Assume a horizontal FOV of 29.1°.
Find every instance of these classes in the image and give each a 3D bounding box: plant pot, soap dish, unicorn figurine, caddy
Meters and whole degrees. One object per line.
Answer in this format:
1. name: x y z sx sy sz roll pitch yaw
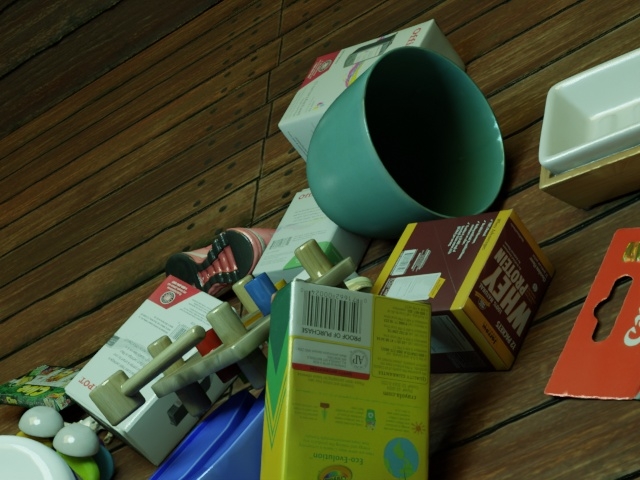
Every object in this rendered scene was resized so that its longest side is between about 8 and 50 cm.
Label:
1. plant pot: 0.115 -0.135 2.015 0.235 0.293 0.293 -28 27 49
2. soap dish: 0.471 -0.177 1.813 0.291 0.118 0.229 -20 33 30
3. unicorn figurine: -0.423 0.338 2.188 0.162 0.060 0.111 -20 29 0
4. caddy: -0.095 0.334 1.661 0.241 0.179 0.341 -29 13 46

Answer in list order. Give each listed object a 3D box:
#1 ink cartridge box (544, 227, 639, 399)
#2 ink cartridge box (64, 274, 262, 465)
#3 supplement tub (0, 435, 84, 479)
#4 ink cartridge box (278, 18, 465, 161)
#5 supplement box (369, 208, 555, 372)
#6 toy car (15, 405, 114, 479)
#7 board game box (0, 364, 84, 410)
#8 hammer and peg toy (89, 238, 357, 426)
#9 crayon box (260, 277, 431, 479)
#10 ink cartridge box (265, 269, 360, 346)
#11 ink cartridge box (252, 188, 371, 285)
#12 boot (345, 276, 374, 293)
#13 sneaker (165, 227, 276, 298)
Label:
1. ink cartridge box: 0.469 0.050 1.511 0.385 0.091 0.308 -6 42 44
2. ink cartridge box: -0.265 0.215 2.075 0.273 0.114 0.197 -47 41 -18
3. supplement tub: -0.359 0.422 1.577 0.241 0.331 0.241 -10 52 13
4. ink cartridge box: 0.099 -0.283 2.400 0.306 0.131 0.226 -14 36 41
5. supplement box: 0.194 0.075 1.756 0.194 0.129 0.191 -8 40 45
6. toy car: -0.422 0.364 2.059 0.182 0.159 0.136 19 14 30
7. board game box: -0.512 0.278 2.344 0.259 0.030 0.136 -4 19 47
8. hammer and peg toy: -0.125 0.150 1.716 0.361 0.127 0.266 -36 4 -39
9. crayon box: 0.033 0.224 1.561 0.081 0.202 0.319 144 134 -61
10. ink cartridge box: -0.012 0.111 1.974 0.181 0.104 0.061 -39 27 -3
11. ink cartridge box: 0.000 0.000 2.138 0.154 0.093 0.212 -13 39 39
12. boot: 0.032 0.162 1.878 0.213 0.077 0.165 -45 28 -2
13. sneaker: -0.167 0.052 2.277 0.136 0.116 0.314 -13 -7 -41
